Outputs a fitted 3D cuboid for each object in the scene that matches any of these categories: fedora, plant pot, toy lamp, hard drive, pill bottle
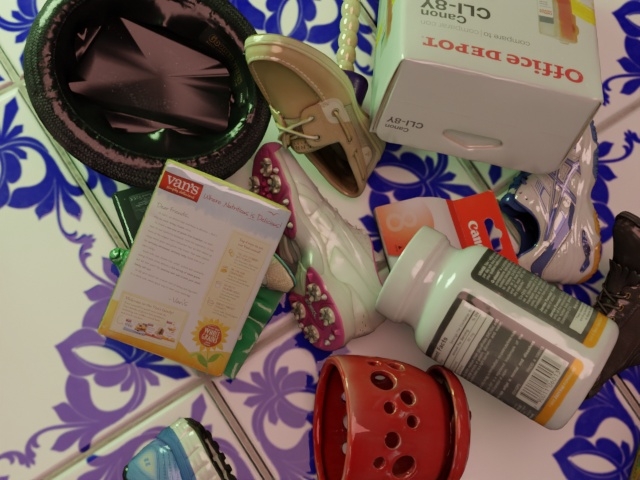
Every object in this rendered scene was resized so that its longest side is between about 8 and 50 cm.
[{"bbox_3d":[-0.236,-0.206,1.371,0.334,0.152,0.334,3,80,-16],"label":"fedora"},{"bbox_3d":[0.092,0.247,1.294,0.174,0.191,0.191,5,75,-12],"label":"plant pot"},{"bbox_3d":[0.039,-0.302,1.482,0.080,0.080,0.274,8,72,-7],"label":"toy lamp"},{"bbox_3d":[-0.224,-0.028,1.363,0.094,0.022,0.135,-17,46,-13],"label":"hard drive"},{"bbox_3d":[0.220,0.105,1.273,0.278,0.162,0.162,31,73,12],"label":"pill bottle"}]

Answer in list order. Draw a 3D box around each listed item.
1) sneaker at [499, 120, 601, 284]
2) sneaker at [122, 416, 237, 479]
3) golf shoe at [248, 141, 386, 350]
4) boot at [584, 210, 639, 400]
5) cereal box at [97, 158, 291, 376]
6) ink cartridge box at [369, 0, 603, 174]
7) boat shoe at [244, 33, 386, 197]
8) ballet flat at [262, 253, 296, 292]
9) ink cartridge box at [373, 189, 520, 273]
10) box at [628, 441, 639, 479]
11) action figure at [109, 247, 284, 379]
[{"bbox_3d":[0.327,-0.085,1.451,0.131,0.112,0.296,1,75,-8],"label":"sneaker"},{"bbox_3d":[-0.142,0.398,1.269,0.147,0.130,0.330,-31,79,0],"label":"sneaker"},{"bbox_3d":[0.000,0.000,1.396,0.140,0.115,0.306,-14,77,-33],"label":"golf shoe"},{"bbox_3d":[0.378,0.113,1.379,0.229,0.091,0.263,-25,113,-15],"label":"boot"},{"bbox_3d":[-0.162,0.036,1.289,0.173,0.047,0.240,23,94,-12],"label":"cereal box"},{"bbox_3d":[0.230,-0.310,1.409,0.279,0.160,0.384,11,55,-7],"label":"ink cartridge box"},{"bbox_3d":[-0.008,-0.162,1.343,0.109,0.302,0.098,5,65,33],"label":"boat shoe"},{"bbox_3d":[-0.097,0.024,1.367,0.052,0.057,0.168,-28,51,-21],"label":"ballet flat"},{"bbox_3d":[0.178,0.002,1.410,0.179,0.045,0.145,-15,64,1],"label":"ink cartridge box"},{"bbox_3d":[0.617,0.262,1.376,0.279,0.177,0.290,23,74,-1],"label":"box"},{"bbox_3d":[-0.184,0.072,1.359,0.232,0.063,0.137,31,76,-4],"label":"action figure"}]
